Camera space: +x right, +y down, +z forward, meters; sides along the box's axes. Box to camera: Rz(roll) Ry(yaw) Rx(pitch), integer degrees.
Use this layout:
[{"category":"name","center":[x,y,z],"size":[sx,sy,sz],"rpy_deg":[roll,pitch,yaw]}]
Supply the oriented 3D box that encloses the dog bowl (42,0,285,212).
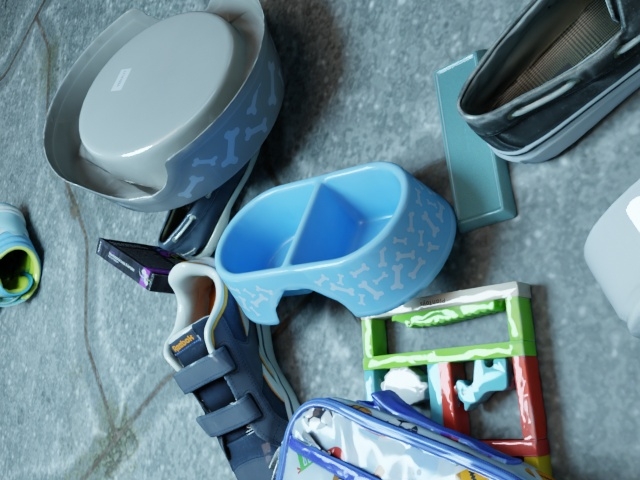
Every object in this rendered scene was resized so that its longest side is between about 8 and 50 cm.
[{"category":"dog bowl","center":[-0.203,-0.191,0.931],"size":[0.348,0.102,0.349],"rpy_deg":[-15,53,21]}]

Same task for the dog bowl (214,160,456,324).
[{"category":"dog bowl","center":[0.000,0.000,0.763],"size":[0.297,0.074,0.166],"rpy_deg":[-10,47,40]}]

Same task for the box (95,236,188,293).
[{"category":"box","center":[-0.234,0.038,0.991],"size":[0.162,0.116,0.029],"rpy_deg":[27,100,43]}]

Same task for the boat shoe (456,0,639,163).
[{"category":"boat shoe","center":[0.256,-0.201,0.587],"size":[0.335,0.119,0.121],"rpy_deg":[-51,52,23]}]

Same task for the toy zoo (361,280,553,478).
[{"category":"toy zoo","center":[0.129,0.199,0.680],"size":[0.192,0.030,0.293],"rpy_deg":[-15,71,40]}]

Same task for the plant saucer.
[{"category":"plant saucer","center":[0.158,-0.108,0.729],"size":[0.067,0.018,0.192],"rpy_deg":[-19,68,38]}]

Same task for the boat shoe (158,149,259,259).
[{"category":"boat shoe","center":[-0.158,-0.098,0.974],"size":[0.095,0.079,0.255],"rpy_deg":[34,103,49]}]

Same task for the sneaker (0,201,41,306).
[{"category":"sneaker","center":[-0.665,0.102,1.370],"size":[0.208,0.127,0.319],"rpy_deg":[42,110,41]}]

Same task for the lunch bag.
[{"category":"lunch bag","center":[0.072,0.272,0.622],"size":[0.303,0.115,0.243],"rpy_deg":[12,88,42]}]

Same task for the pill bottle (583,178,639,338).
[{"category":"pill bottle","center":[0.331,0.122,0.378],"size":[0.224,0.224,0.392],"rpy_deg":[-41,57,29]}]

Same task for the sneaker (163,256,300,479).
[{"category":"sneaker","center":[-0.117,0.169,0.852],"size":[0.126,0.127,0.321],"rpy_deg":[-34,61,31]}]
